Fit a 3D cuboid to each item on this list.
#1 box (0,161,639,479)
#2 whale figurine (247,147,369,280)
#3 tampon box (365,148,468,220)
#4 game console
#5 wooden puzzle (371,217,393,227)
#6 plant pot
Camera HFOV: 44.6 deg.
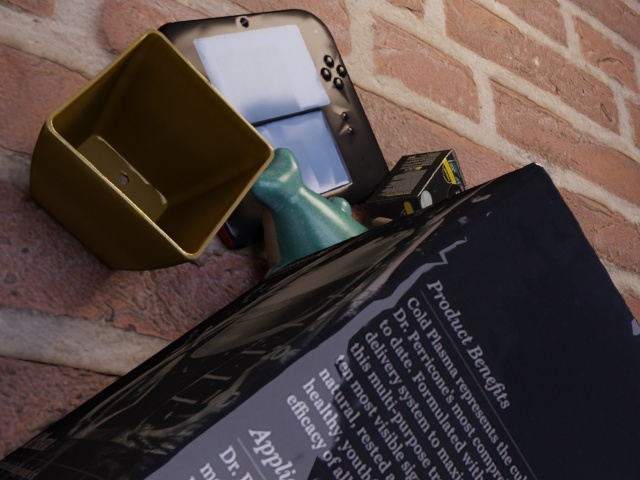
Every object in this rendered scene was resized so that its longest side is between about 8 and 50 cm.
[{"bbox_3d":[-0.029,0.215,0.699,0.472,0.480,0.297,-33,95,-31],"label":"box"},{"bbox_3d":[0.000,0.000,1.099,0.216,0.141,0.272,-49,122,-43],"label":"whale figurine"},{"bbox_3d":[0.170,-0.061,1.315,0.161,0.102,0.120,-51,125,-43],"label":"tampon box"},{"bbox_3d":[-0.068,-0.193,1.224,0.387,0.060,0.342,-23,86,-44],"label":"game console"},{"bbox_3d":[0.190,0.115,0.988,0.081,0.322,0.347,-27,94,0],"label":"wooden puzzle"},{"bbox_3d":[-0.224,-0.083,0.945,0.212,0.187,0.212,45,47,-15],"label":"plant pot"}]
